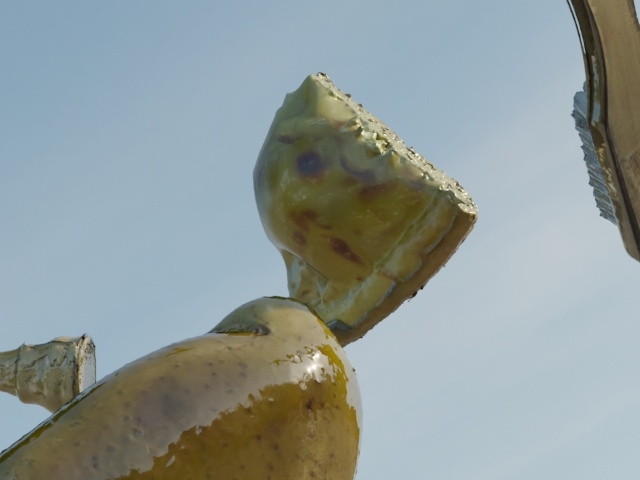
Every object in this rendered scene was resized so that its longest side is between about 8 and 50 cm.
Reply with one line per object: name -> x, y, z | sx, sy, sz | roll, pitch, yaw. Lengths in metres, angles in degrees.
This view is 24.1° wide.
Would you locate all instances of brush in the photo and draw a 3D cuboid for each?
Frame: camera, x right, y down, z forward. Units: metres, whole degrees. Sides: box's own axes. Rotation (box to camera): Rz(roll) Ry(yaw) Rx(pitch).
brush -> 0.181, -0.116, 0.964 | 0.070, 0.065, 0.327 | -37, -49, -14

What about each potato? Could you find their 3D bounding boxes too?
potato -> -0.104, 0.183, 0.844 | 0.369, 0.195, 0.176 | -47, -3, -30

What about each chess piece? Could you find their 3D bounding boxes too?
chess piece -> -0.244, 0.090, 1.041 | 0.172, 0.060, 0.060 | 2, -20, 6

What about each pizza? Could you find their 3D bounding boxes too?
pizza -> -0.002, -0.009, 1.141 | 0.080, 0.188, 0.204 | -7, -41, -53
